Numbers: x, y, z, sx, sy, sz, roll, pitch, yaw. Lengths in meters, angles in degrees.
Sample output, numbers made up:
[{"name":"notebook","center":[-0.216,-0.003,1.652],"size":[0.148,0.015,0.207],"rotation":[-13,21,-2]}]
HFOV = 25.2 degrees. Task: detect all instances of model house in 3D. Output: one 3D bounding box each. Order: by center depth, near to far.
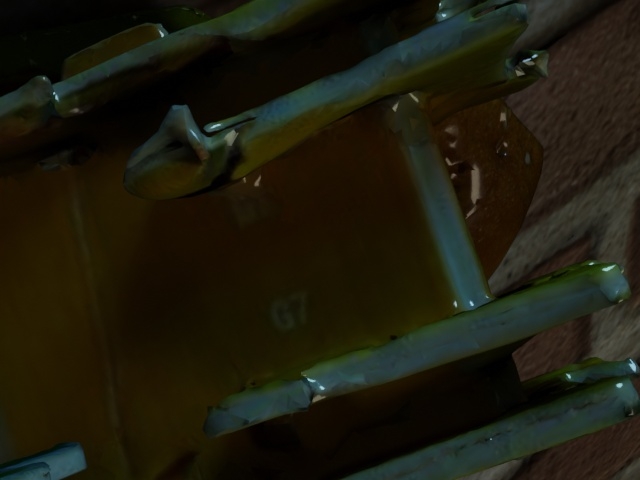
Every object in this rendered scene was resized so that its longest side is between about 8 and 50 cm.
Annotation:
[{"name":"model house","center":[-0.078,0.004,0.443],"size":[0.357,0.243,0.313],"rotation":[-15,173,-34]}]

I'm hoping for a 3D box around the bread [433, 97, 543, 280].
[{"name":"bread","center":[0.000,0.000,0.750],"size":[0.234,0.110,0.184],"rotation":[-54,143,-1]}]
